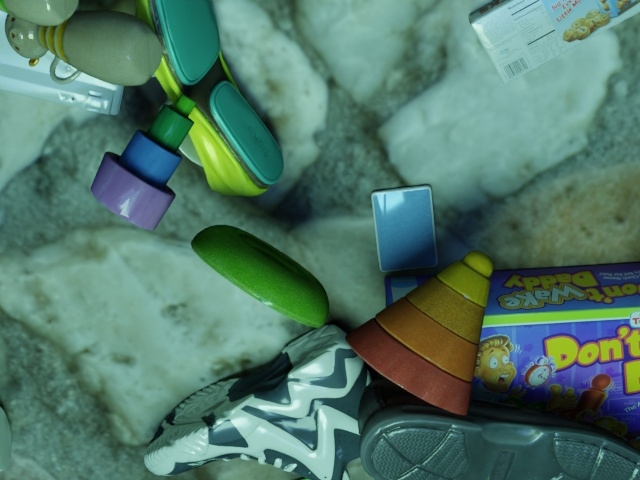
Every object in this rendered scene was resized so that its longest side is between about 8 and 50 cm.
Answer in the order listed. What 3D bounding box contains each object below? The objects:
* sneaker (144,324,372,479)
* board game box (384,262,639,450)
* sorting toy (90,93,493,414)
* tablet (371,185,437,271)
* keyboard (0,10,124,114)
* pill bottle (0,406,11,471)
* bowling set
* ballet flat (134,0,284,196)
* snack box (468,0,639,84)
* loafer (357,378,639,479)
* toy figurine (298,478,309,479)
[{"bbox_3d":[-0.040,0.198,1.168,0.235,0.094,0.153,-32,107,5],"label":"sneaker"},{"bbox_3d":[0.237,0.142,1.152,0.347,0.078,0.233,-4,119,1],"label":"board game box"},{"bbox_3d":[0.000,0.000,0.988,0.365,0.127,0.126,32,96,-12],"label":"sorting toy"},{"bbox_3d":[0.076,-0.010,1.104,0.054,0.006,0.083,-6,119,3],"label":"tablet"},{"bbox_3d":[-0.287,-0.164,1.008,0.256,0.014,0.072,12,113,-9],"label":"keyboard"},{"bbox_3d":[-0.380,0.200,1.167,0.152,0.086,0.086,-10,119,5],"label":"pill bottle"},{"bbox_3d":[-0.227,-0.237,0.852,0.154,0.200,0.287,17,114,33],"label":"bowling set"},{"bbox_3d":[-0.110,-0.130,1.000,0.077,0.077,0.231,-6,125,34],"label":"ballet flat"},{"bbox_3d":[0.214,-0.197,0.992,0.178,0.022,0.064,-28,115,14],"label":"snack box"},{"bbox_3d":[0.176,0.183,1.083,0.302,0.095,0.109,15,116,-14],"label":"loafer"},{"bbox_3d":[0.040,0.312,1.181,0.173,0.159,0.130,37,89,-8],"label":"toy figurine"}]
